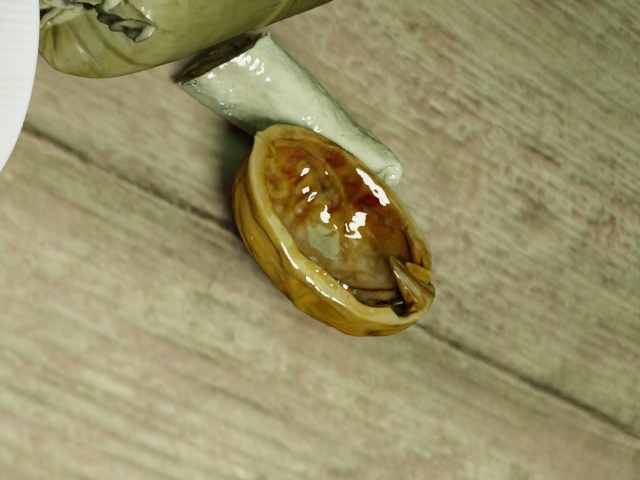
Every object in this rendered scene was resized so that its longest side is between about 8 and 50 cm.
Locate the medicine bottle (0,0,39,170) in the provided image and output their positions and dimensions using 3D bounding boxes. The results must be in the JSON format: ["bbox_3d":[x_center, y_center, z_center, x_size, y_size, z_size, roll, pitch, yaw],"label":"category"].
[{"bbox_3d":[-0.338,-0.135,0.963,0.241,0.252,0.252,-1,72,-43],"label":"medicine bottle"}]

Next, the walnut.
[{"bbox_3d":[-0.003,0.000,1.338,0.211,0.087,0.167,44,40,-13],"label":"walnut"}]

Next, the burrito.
[{"bbox_3d":[-0.019,-0.106,1.387,0.226,0.087,0.060,37,5,-28],"label":"burrito"}]

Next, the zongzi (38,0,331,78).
[{"bbox_3d":[-0.162,-0.373,1.256,0.500,0.218,0.467,-31,97,-48],"label":"zongzi"}]
